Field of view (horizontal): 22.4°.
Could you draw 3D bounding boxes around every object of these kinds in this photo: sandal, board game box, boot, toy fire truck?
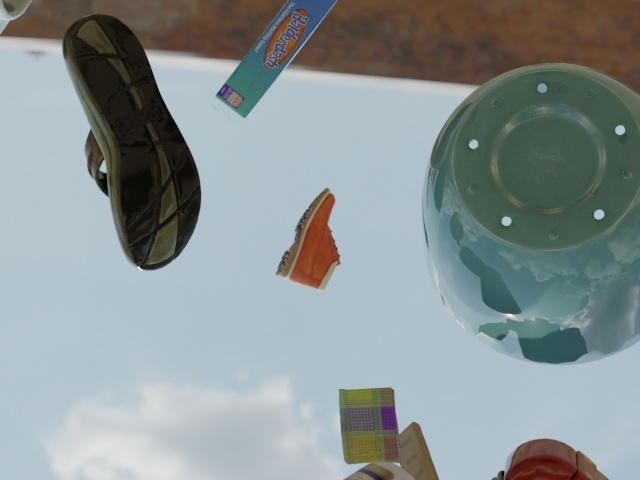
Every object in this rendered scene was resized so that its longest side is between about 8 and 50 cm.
[{"bbox_3d":[-0.225,-0.114,1.883,0.120,0.303,0.086,-18,-177,-37],"label":"sandal"},{"bbox_3d":[-0.048,-0.234,1.919,0.047,0.210,0.160,38,178,-5],"label":"board game box"},{"bbox_3d":[0.000,0.000,2.446,0.084,0.158,0.059,25,166,-8],"label":"boot"},{"bbox_3d":[0.204,0.302,1.901,0.246,0.217,0.158,42,-166,-1],"label":"toy fire truck"}]

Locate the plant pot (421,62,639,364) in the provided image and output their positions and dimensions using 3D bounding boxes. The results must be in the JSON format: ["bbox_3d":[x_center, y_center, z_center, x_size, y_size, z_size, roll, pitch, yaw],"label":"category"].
[{"bbox_3d":[0.232,-0.042,1.614,0.293,0.293,0.235,9,166,14],"label":"plant pot"}]

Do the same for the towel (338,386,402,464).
[{"bbox_3d":[0.049,0.187,1.624,0.060,0.083,0.009,-4,-165,11],"label":"towel"}]

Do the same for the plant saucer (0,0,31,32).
[{"bbox_3d":[-0.402,-0.383,1.977,0.100,0.401,0.400,14,-163,5],"label":"plant saucer"}]

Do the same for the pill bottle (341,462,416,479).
[{"bbox_3d":[0.001,0.366,1.768,0.264,0.153,0.153,-28,-150,-24],"label":"pill bottle"}]
